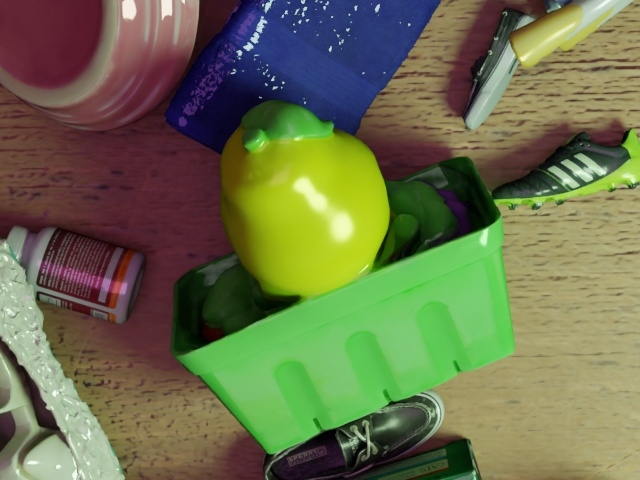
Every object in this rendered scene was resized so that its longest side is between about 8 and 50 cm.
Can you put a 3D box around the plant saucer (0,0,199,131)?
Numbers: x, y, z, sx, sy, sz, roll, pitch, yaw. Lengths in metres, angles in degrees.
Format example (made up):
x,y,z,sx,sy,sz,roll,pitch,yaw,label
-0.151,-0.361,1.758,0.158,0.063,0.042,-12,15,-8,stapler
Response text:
x,y,z,sx,sy,sz,roll,pitch,yaw,label
-0.277,-0.270,1.638,0.332,0.084,0.332,15,117,32,plant saucer

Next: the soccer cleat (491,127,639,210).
x,y,z,sx,sy,sz,roll,pitch,yaw,label
0.273,-0.079,1.743,0.179,0.060,0.072,-13,86,-3,soccer cleat

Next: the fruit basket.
x,y,z,sx,sy,sz,roll,pitch,yaw,label
0.000,0.000,1.641,0.392,0.283,0.392,-1,110,-4,fruit basket

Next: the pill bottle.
x,y,z,sx,sy,sz,roll,pitch,yaw,label
-0.279,0.034,1.756,0.152,0.086,0.086,17,96,0,pill bottle

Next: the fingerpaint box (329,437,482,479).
x,y,z,sx,sy,sz,roll,pitch,yaw,label
0.010,0.470,1.751,0.445,0.163,0.371,-16,95,4,fingerpaint box

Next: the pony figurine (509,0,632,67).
x,y,z,sx,sy,sz,roll,pitch,yaw,label
0.377,-0.315,1.598,0.363,0.351,0.302,-27,91,23,pony figurine

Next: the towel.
x,y,z,sx,sy,sz,roll,pitch,yaw,label
-0.014,-0.215,1.690,0.228,0.076,0.308,28,99,-42,towel

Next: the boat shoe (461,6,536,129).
x,y,z,sx,sy,sz,roll,pitch,yaw,label
0.191,-0.192,1.739,0.040,0.049,0.142,30,95,18,boat shoe

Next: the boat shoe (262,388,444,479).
x,y,z,sx,sy,sz,roll,pitch,yaw,label
0.039,0.230,1.772,0.219,0.070,0.077,-23,95,4,boat shoe

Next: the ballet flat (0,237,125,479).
x,y,z,sx,sy,sz,roll,pitch,yaw,label
-0.342,0.187,1.718,0.147,0.147,0.409,-22,105,4,ballet flat
